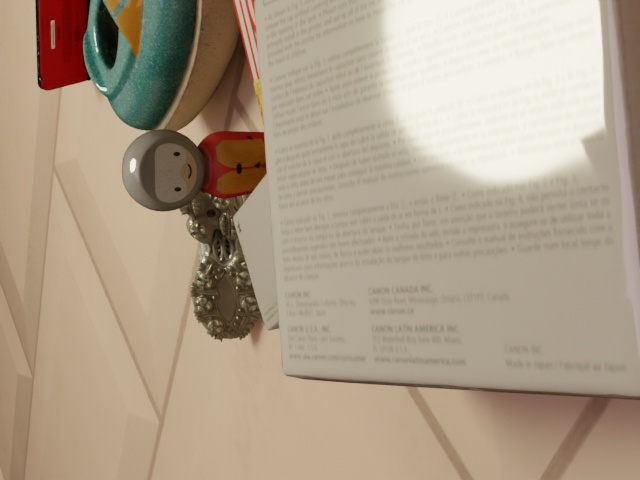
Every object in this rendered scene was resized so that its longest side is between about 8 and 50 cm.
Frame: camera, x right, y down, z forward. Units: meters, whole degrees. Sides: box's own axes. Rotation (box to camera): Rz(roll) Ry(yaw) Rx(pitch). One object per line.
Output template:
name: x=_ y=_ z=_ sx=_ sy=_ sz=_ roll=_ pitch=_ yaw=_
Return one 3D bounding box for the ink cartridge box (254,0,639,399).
ink cartridge box: x=0.078 y=-0.110 z=0.625 sx=0.308 sy=0.091 sz=0.384 roll=-7 pitch=86 yaw=56

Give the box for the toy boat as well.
toy boat: x=-0.137 y=-0.164 z=0.975 sx=0.318 sy=0.148 sz=0.267 roll=66 pitch=149 yaw=29

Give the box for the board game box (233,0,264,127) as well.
board game box: x=-0.011 y=-0.174 z=0.840 sx=0.147 sy=0.045 sz=0.193 roll=-33 pitch=68 yaw=59

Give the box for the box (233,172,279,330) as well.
box: x=0.000 y=0.000 z=0.824 sx=0.101 sy=0.087 sz=0.102 roll=-45 pitch=58 yaw=58

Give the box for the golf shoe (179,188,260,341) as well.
golf shoe: x=-0.088 y=0.009 z=1.047 sx=0.086 sy=0.069 sz=0.176 roll=-80 pitch=-11 yaw=-62

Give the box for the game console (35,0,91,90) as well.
game console: x=-0.335 y=-0.277 z=1.401 sx=0.085 sy=0.124 sz=0.144 roll=20 pitch=119 yaw=30
